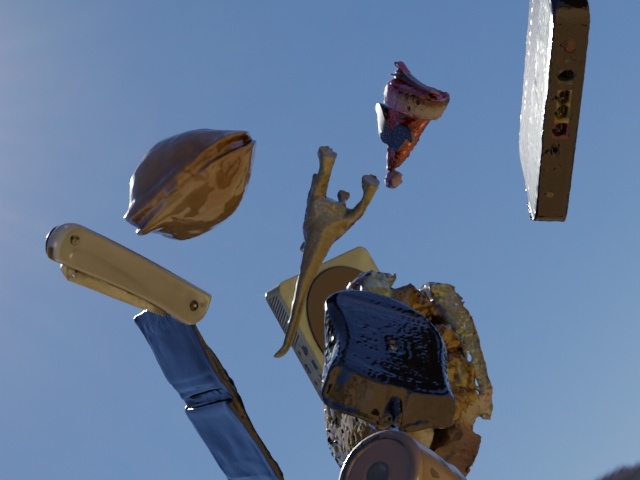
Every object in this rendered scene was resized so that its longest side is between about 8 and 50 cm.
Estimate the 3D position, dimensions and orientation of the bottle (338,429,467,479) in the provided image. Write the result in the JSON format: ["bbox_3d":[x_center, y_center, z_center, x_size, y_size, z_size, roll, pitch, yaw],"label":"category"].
[{"bbox_3d":[0.091,0.236,1.133,0.099,0.099,0.152,-52,-48,2],"label":"bottle"}]

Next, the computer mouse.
[{"bbox_3d":[0.067,0.146,1.408,0.264,0.147,0.088,-91,17,-70],"label":"computer mouse"}]

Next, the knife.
[{"bbox_3d":[-0.258,0.051,1.724,0.266,0.041,0.073,29,-108,-39],"label":"knife"}]

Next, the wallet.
[{"bbox_3d":[-0.175,0.236,1.949,0.041,0.323,0.247,-29,1,-24],"label":"wallet"}]

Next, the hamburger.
[{"bbox_3d":[0.119,0.225,1.867,0.195,0.318,0.276,3,-45,-19],"label":"hamburger"}]

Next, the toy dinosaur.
[{"bbox_3d":[0.004,0.001,1.548,0.251,0.072,0.199,-97,26,-60],"label":"toy dinosaur"}]

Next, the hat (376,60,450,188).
[{"bbox_3d":[0.153,-0.208,2.409,0.129,0.140,0.227,-12,-55,-52],"label":"hat"}]

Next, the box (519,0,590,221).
[{"bbox_3d":[0.326,-0.217,1.796,0.211,0.058,0.350,-90,-1,-53],"label":"box"}]

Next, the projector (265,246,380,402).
[{"bbox_3d":[0.046,0.164,2.350,0.259,0.257,0.079,-23,-8,-47],"label":"projector"}]

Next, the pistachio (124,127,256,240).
[{"bbox_3d":[-0.185,-0.101,1.977,0.260,0.163,0.213,-28,12,45],"label":"pistachio"}]
